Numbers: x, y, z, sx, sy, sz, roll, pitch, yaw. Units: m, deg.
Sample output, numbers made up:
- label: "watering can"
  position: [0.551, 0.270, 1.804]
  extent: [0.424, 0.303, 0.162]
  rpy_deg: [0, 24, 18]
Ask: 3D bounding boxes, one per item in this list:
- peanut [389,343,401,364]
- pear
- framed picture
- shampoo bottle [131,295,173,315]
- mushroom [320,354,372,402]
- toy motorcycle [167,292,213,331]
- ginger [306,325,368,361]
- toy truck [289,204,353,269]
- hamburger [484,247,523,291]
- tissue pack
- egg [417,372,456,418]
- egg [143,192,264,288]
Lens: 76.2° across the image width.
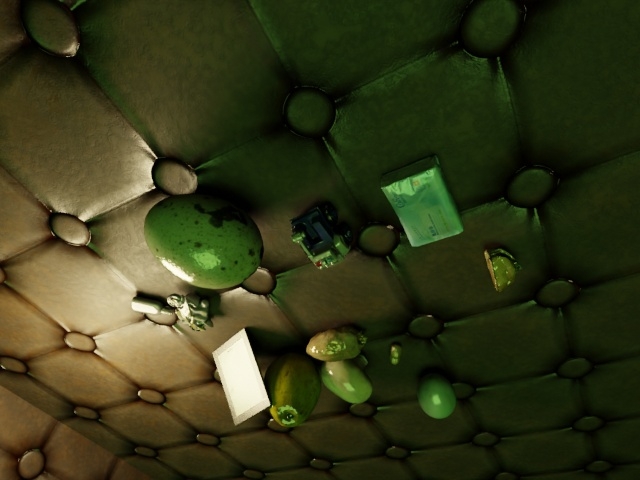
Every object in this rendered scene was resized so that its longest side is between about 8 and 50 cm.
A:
- label: "peanut"
  position: [0.323, 0.491, 1.759]
  extent: [0.054, 0.053, 0.113]
  rpy_deg: [2, 125, 4]
- label: "pear"
  position: [-0.122, 0.630, 1.755]
  extent: [0.253, 0.307, 0.252]
  rpy_deg: [2, 119, 3]
- label: "framed picture"
  position: [-0.345, 0.586, 1.755]
  extent: [0.016, 0.346, 0.265]
  rpy_deg: [5, 141, -50]
- label: "shampoo bottle"
  position: [-0.697, 0.278, 1.697]
  extent: [0.165, 0.040, 0.079]
  rpy_deg: [13, 127, -5]
- label: "mushroom"
  position: [0.125, 0.588, 1.775]
  extent: [0.246, 0.202, 0.246]
  rpy_deg: [40, 157, 20]
- label: "toy motorcycle"
  position: [-0.511, 0.286, 1.666]
  extent: [0.153, 0.073, 0.225]
  rpy_deg: [-16, 124, 14]
- label: "ginger"
  position: [0.060, 0.427, 1.685]
  extent: [0.268, 0.152, 0.137]
  rpy_deg: [-10, 97, 19]
- label: "toy truck"
  position: [0.000, 0.000, 1.325]
  extent: [0.161, 0.176, 0.213]
  rpy_deg: [-26, 121, 22]
- label: "hamburger"
  position: [0.628, 0.088, 1.399]
  extent: [0.102, 0.087, 0.176]
  rpy_deg: [-23, 116, 7]
- label: "tissue pack"
  position: [0.319, -0.111, 1.263]
  extent: [0.177, 0.089, 0.263]
  rpy_deg: [-20, 123, 22]
- label: "egg"
  position: [0.518, 0.694, 1.827]
  extent: [0.168, 0.168, 0.230]
  rpy_deg: [-13, 121, 15]
- label: "egg"
  position: [-0.367, 0.000, 1.292]
  extent: [0.380, 0.287, 0.287]
  rpy_deg: [19, 128, 5]
